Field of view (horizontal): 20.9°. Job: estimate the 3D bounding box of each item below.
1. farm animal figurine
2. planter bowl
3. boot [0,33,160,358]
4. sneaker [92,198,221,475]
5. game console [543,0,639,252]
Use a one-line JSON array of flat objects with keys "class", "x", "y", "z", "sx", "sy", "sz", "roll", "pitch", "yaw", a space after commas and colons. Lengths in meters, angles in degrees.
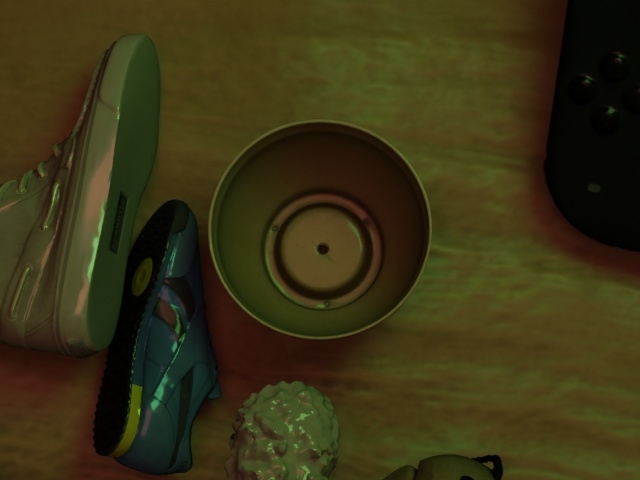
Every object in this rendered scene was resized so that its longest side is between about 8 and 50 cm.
[{"class": "farm animal figurine", "x": 0.066, "y": 0.287, "z": 1.182, "sx": 0.330, "sy": 0.172, "sz": 0.327, "roll": 23, "pitch": 65, "yaw": -20}, {"class": "planter bowl", "x": 0.000, "y": 0.000, "z": 1.298, "sx": 0.162, "sy": 0.109, "sz": 0.162, "roll": 0, "pitch": 80, "yaw": 1}, {"class": "boot", "x": -0.204, "y": -0.041, "z": 1.321, "sx": 0.123, "sy": 0.095, "sz": 0.258, "roll": 5, "pitch": 70, "yaw": 16}, {"class": "sneaker", "x": -0.113, "y": 0.075, "z": 1.319, "sx": 0.082, "sy": 0.069, "sz": 0.209, "roll": 18, "pitch": 70, "yaw": -28}, {"class": "game console", "x": 0.365, "y": -0.129, "z": 1.226, "sx": 0.386, "sy": 0.060, "sz": 0.342, "roll": 11, "pitch": 119, "yaw": 12}]
